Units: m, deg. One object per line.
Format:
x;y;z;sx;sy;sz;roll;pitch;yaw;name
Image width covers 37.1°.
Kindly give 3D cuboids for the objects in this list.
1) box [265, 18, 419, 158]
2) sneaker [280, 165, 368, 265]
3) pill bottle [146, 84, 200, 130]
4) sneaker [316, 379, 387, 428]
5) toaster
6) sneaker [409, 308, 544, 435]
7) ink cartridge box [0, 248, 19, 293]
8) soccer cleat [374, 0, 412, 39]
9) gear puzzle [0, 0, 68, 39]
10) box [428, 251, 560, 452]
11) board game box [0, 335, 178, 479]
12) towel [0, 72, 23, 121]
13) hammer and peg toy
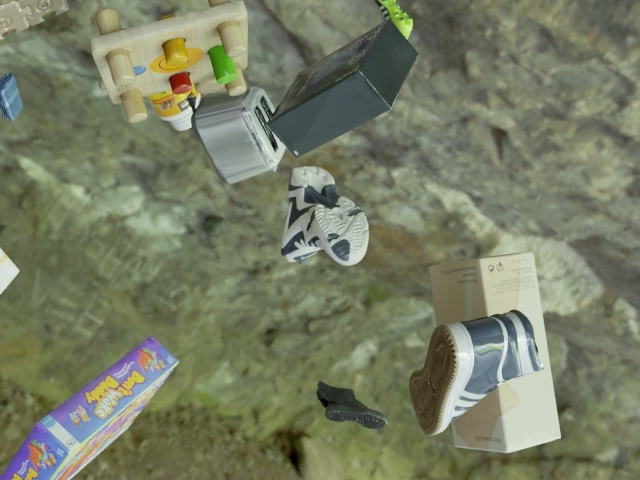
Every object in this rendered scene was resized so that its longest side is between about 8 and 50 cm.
0.041;-0.290;1.837;0.261;0.184;0.103;-23;-58;42;box
0.000;0.000;1.574;0.094;0.153;0.235;-9;41;-28;sneaker
-0.361;-0.367;2.249;0.117;0.117;0.215;28;-25;46;pill bottle
0.071;0.372;2.163;0.170;0.051;0.089;8;37;4;sneaker
-0.171;-0.235;2.031;0.146;0.129;0.227;-11;-57;25;toaster
0.227;0.195;1.392;0.282;0.153;0.099;101;-28;-56;sneaker
-0.798;0.041;1.993;0.198;0.197;0.270;35;-17;9;ink cartridge box
0.171;-0.559;2.347;0.072;0.060;0.179;103;-32;-45;soccer cleat
-0.535;-0.444;1.675;0.044;0.338;0.175;59;-10;23;gear puzzle
0.287;0.183;1.579;0.121;0.311;0.148;-6;-5;-31;box
-0.434;0.345;1.774;0.078;0.233;0.347;42;31;5;board game box
-0.768;-0.354;2.344;0.029;0.067;0.119;20;-32;10;towel
-0.255;-0.296;1.647;0.361;0.265;0.127;115;-42;-77;hammer and peg toy
